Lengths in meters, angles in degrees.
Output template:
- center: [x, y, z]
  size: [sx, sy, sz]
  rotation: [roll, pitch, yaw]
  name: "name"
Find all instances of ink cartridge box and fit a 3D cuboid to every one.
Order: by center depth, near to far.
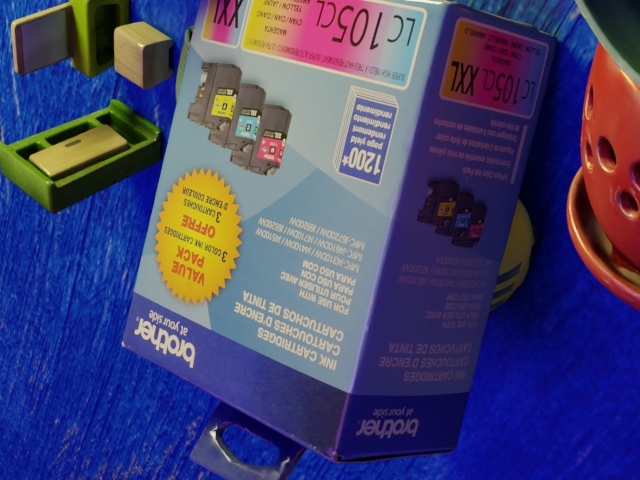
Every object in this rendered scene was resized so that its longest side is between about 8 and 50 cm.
- center: [0.000, 0.000, 1.061]
  size: [0.270, 0.151, 0.396]
  rotation: [20, 101, 43]
  name: "ink cartridge box"

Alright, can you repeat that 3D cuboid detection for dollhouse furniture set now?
- center: [-0.179, -0.106, 1.341]
  size: [0.301, 0.151, 0.198]
  rotation: [34, 136, 33]
  name: "dollhouse furniture set"

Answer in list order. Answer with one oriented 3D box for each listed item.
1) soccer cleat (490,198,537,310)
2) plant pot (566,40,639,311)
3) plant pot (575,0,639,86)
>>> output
- center: [0.080, 0.048, 1.144]
  size: [0.093, 0.121, 0.289]
  rotation: [56, 144, 9]
  name: "soccer cleat"
- center: [0.248, -0.048, 0.819]
  size: [0.191, 0.191, 0.174]
  rotation: [40, 143, 29]
  name: "plant pot"
- center: [0.279, -0.202, 0.652]
  size: [0.293, 0.196, 0.293]
  rotation: [18, 113, 50]
  name: "plant pot"
